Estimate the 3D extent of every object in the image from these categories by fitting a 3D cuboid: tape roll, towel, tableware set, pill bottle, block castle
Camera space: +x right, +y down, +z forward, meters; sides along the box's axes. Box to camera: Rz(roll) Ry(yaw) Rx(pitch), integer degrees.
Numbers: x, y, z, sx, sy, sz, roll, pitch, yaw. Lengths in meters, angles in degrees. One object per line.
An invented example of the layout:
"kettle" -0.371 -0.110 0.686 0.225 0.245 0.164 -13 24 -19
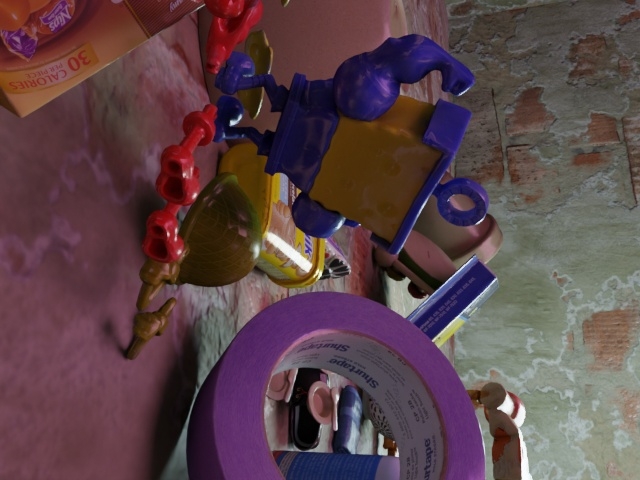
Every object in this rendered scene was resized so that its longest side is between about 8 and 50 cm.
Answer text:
"tape roll" 0.017 0.188 0.621 0.090 0.275 0.274 -52 -161 47
"towel" 0.048 0.308 1.092 0.119 0.029 0.067 -76 155 -44
"tableware set" -0.020 0.155 0.834 0.169 0.020 0.141 40 42 -36
"pill bottle" 0.039 0.306 0.739 0.124 0.222 0.124 -4 90 -72
"block castle" 0.271 0.519 1.318 0.213 0.303 0.453 48 41 -54

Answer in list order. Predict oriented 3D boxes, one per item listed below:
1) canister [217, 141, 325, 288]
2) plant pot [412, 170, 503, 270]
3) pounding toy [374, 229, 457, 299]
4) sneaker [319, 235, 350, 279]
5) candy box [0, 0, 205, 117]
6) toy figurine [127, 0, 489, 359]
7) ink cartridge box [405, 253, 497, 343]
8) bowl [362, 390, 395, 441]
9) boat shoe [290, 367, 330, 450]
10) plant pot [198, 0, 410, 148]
"canister" -0.055 -0.025 0.757 0.170 0.073 0.126 44 45 -63
"plant pot" 0.301 -0.053 1.671 0.229 0.263 0.263 59 26 -18
"pounding toy" 0.206 0.076 1.480 0.183 0.110 0.237 45 26 13
"sneaker" 0.000 0.000 0.940 0.170 0.068 0.071 63 23 -51
"candy box" -0.139 -0.172 0.393 0.187 0.053 0.109 -40 136 -21
"toy figurine" 0.009 -0.028 0.477 0.191 0.217 0.362 -73 -175 -49
"ink cartridge box" 0.251 0.172 1.383 0.072 0.303 0.307 47 7 16
"bowl" 0.127 0.309 1.256 0.170 0.080 0.170 -4 90 -73
"boat shoe" -0.015 0.214 0.874 0.042 0.049 0.133 34 58 -78
"plant pot" 0.004 -0.227 0.786 0.284 0.191 0.284 -4 90 -72
